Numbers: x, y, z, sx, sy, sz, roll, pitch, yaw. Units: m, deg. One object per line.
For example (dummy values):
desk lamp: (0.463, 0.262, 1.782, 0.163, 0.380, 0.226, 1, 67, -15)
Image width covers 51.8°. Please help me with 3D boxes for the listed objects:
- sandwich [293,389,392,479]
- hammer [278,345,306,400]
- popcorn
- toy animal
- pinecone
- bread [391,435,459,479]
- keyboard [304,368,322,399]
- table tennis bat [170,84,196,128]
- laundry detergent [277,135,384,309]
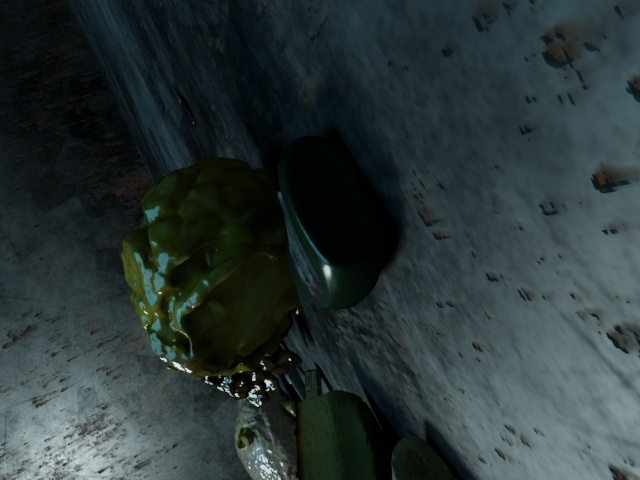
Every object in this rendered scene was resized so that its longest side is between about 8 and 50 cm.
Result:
sandwich: (0.051, 0.325, 0.837, 0.220, 0.108, 0.186, -100, -16, -44)
hammer: (-0.045, 0.272, 1.284, 0.427, 0.044, 0.152, 48, 160, 50)
popcorn: (-0.108, 0.028, 0.731, 0.189, 0.250, 0.250, 22, 152, 14)
toy animal: (-0.106, 0.500, 1.604, 0.359, 0.188, 0.226, 62, 172, 5)
pinecone: (-0.137, 0.150, 1.096, 0.229, 0.202, 0.201, 46, -166, -12)
bread: (0.123, 0.301, 0.679, 0.139, 0.060, 0.178, 50, 161, 44)
keyboard: (-0.008, 0.279, 1.091, 0.049, 0.015, 0.130, -26, 64, 59)
table tennis bat: (-0.232, -0.227, 1.117, 0.083, 0.007, 0.050, 60, 166, 7)
laundry detergent: (0.000, 0.000, 0.587, 0.211, 0.062, 0.137, 101, 144, -71)
